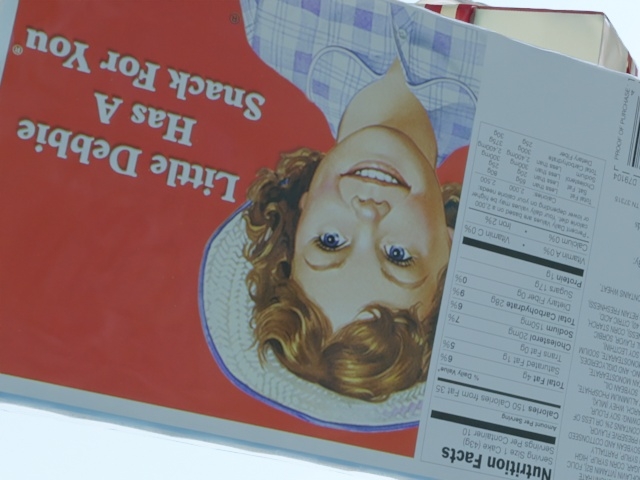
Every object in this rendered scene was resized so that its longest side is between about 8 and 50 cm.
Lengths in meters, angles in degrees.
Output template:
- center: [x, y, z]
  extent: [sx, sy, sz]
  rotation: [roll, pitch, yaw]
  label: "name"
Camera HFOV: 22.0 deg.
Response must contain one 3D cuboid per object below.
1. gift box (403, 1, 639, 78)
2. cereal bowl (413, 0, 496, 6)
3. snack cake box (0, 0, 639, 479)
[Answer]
- center: [0.105, 0.002, 1.107]
  extent: [0.276, 0.255, 0.258]
  rotation: [26, -109, -62]
  label: "gift box"
- center: [0.133, -0.034, 1.403]
  extent: [0.141, 0.339, 0.339]
  rotation: [7, -60, -23]
  label: "cereal bowl"
- center: [0.000, 0.000, 0.543]
  extent: [0.264, 0.089, 0.152]
  rotation: [15, -99, -24]
  label: "snack cake box"
